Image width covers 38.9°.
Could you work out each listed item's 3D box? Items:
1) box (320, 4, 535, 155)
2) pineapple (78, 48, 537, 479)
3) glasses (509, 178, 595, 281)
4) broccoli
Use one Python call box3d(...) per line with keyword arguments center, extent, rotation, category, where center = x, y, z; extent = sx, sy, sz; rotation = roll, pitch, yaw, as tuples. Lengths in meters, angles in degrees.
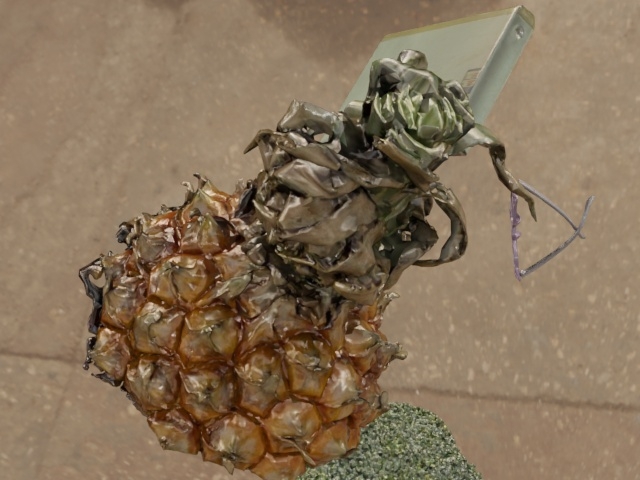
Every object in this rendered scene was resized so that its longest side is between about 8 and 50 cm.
box3d(center=(0.122, -0.181, 1.104), extent=(0.270, 0.045, 0.210), rotation=(5, 62, 58), category="box")
box3d(center=(0.000, 0.000, 0.608), extent=(0.263, 0.271, 0.262), rotation=(19, 46, -21), category="pineapple")
box3d(center=(0.287, -0.016, 1.115), extent=(0.104, 0.139, 0.062), rotation=(-2, 31, 9), category="glasses")
box3d(center=(0.098, 0.383, 1.230), extent=(0.252, 0.361, 0.221), rotation=(-25, 50, -8), category="broccoli")
